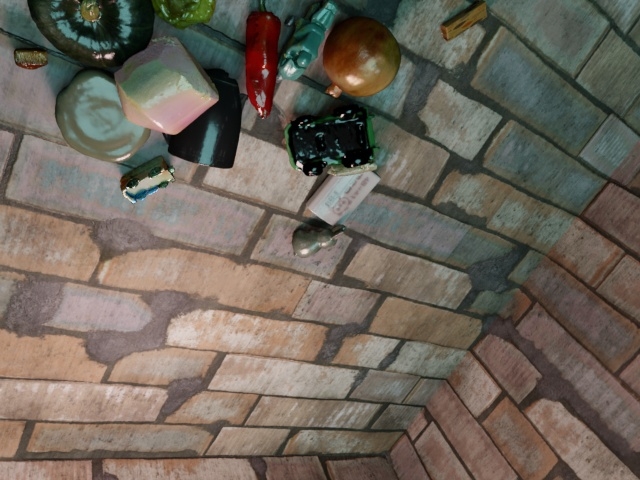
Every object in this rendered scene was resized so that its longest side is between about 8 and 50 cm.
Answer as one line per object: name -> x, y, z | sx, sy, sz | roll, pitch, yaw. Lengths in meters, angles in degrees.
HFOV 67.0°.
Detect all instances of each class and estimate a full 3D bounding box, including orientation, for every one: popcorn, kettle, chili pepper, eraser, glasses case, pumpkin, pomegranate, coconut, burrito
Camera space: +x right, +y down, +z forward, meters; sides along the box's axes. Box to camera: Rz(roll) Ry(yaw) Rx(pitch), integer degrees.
popcorn -> -0.378, -0.672, 1.322 | 0.198, 0.155, 0.197 | -16, 142, -13
kettle -> -0.373, -0.395, 1.502 | 0.269, 0.207, 0.290 | 12, 108, -15
chili pepper -> -0.177, -0.570, 1.475 | 0.110, 0.110, 0.387 | -1, 100, -25
eraser -> 0.092, -0.196, 1.919 | 0.174, 0.094, 0.270 | 32, 105, -31
glasses case -> 0.512, -0.786, 1.729 | 0.170, 0.041, 0.064 | -34, 142, 0
pumpkin -> -0.579, -0.592, 1.241 | 0.300, 0.207, 0.300 | -11, 129, -14
pomegranate -> 0.118, -0.575, 1.563 | 0.270, 0.252, 0.229 | -50, 149, 11
coconut -> -0.431, -0.409, 1.316 | 0.245, 0.233, 0.233 | -32, 131, 6
burrito -> 0.117, -0.274, 1.810 | 0.188, 0.058, 0.045 | -10, 133, 2

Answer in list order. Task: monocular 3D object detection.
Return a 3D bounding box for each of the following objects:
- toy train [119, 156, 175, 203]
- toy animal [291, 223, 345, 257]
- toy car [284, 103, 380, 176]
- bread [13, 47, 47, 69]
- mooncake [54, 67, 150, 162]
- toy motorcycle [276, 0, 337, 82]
toy train -> -0.570, -0.201, 1.602 | 0.188, 0.099, 0.072 | -30, 133, -4
toy animal -> -0.001, 0.006, 1.954 | 0.236, 0.138, 0.108 | -3, 142, 24
toy car -> 0.052, -0.360, 1.729 | 0.359, 0.176, 0.213 | -14, 102, -7
bread -> -0.781, -0.489, 1.307 | 0.085, 0.085, 0.053 | -8, 118, -20
mooncake -> -0.637, -0.370, 1.429 | 0.275, 0.135, 0.274 | -10, 124, -16
toy motorcycle -> -0.058, -0.607, 1.489 | 0.109, 0.198, 0.296 | 26, 108, -31
